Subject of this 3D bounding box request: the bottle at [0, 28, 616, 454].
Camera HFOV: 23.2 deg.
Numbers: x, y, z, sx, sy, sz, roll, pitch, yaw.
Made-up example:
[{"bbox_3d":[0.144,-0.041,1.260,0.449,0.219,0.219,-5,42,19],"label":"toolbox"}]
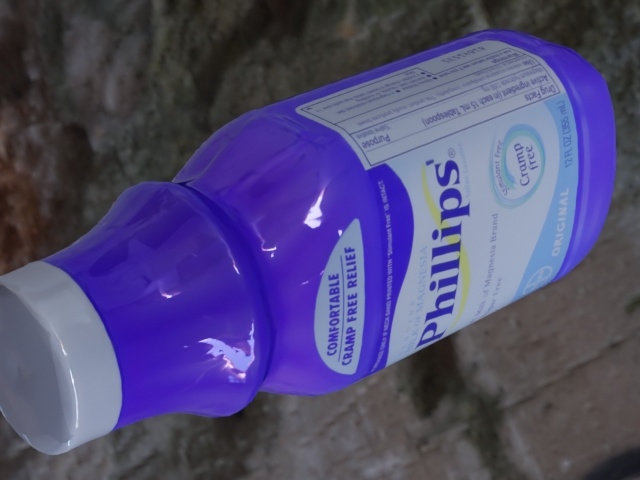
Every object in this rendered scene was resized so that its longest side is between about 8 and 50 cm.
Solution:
[{"bbox_3d":[0.000,0.000,0.622,0.283,0.092,0.118,-23,126,-37],"label":"bottle"}]
